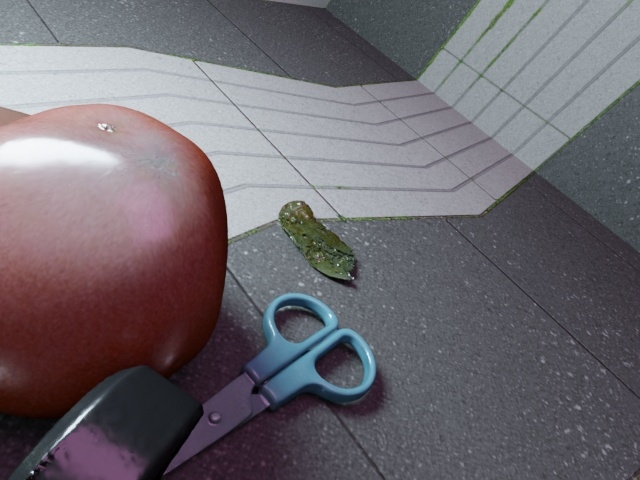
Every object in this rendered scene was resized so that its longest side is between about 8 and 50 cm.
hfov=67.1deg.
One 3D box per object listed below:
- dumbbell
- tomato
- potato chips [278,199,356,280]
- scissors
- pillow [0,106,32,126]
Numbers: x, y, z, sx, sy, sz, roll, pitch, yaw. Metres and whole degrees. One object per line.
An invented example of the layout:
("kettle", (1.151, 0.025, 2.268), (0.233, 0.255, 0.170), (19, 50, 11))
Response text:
("dumbbell", (-0.076, 0.266, 0.363), (0.322, 0.204, 0.204), (34, 35, 1))
("tomato", (-0.257, -0.001, 0.519), (0.341, 0.273, 0.342), (19, 36, -15))
("potato chips", (0.000, 0.000, 0.922), (0.142, 0.026, 0.209), (7, 40, -32))
("scissors", (-0.100, 0.199, 0.595), (0.192, 0.029, 0.447), (43, 39, 19))
("pillow", (-0.456, -0.124, 0.707), (0.171, 0.075, 0.179), (11, 41, -33))
